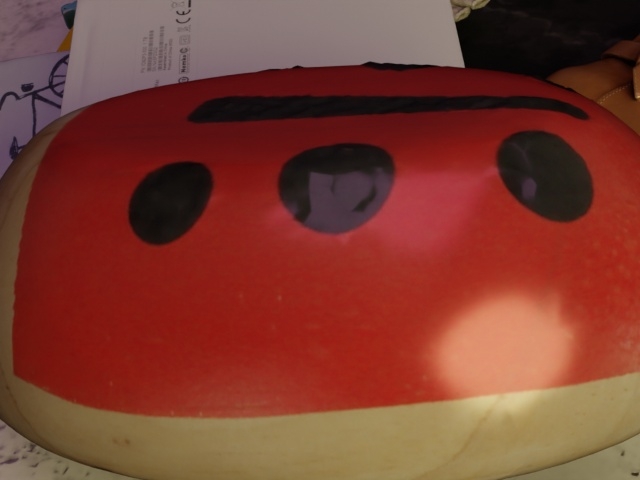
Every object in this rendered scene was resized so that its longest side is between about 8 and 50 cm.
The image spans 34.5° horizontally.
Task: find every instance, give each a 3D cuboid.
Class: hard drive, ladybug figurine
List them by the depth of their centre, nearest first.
[{"bbox_3d":[0.000,0.000,0.571,0.450,0.161,0.305,-1,27,16],"label":"ladybug figurine"},{"bbox_3d":[-0.046,-0.141,0.821,0.308,0.040,0.203,-5,50,2],"label":"hard drive"}]

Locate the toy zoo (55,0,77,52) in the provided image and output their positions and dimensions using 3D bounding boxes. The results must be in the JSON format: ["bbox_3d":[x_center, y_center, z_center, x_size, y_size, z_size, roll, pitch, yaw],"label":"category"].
[{"bbox_3d":[-0.126,-0.200,0.996,0.293,0.030,0.192,10,47,21],"label":"toy zoo"}]

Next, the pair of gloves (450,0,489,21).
[{"bbox_3d":[0.120,-0.284,1.002,0.240,0.042,0.204,-25,45,-27],"label":"pair of gloves"}]

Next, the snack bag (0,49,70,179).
[{"bbox_3d":[-0.168,-0.070,0.832,0.343,0.037,0.323,-8,51,4],"label":"snack bag"}]

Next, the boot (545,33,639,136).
[{"bbox_3d":[0.270,-0.065,0.717,0.220,0.109,0.283,-36,35,-17],"label":"boot"}]
